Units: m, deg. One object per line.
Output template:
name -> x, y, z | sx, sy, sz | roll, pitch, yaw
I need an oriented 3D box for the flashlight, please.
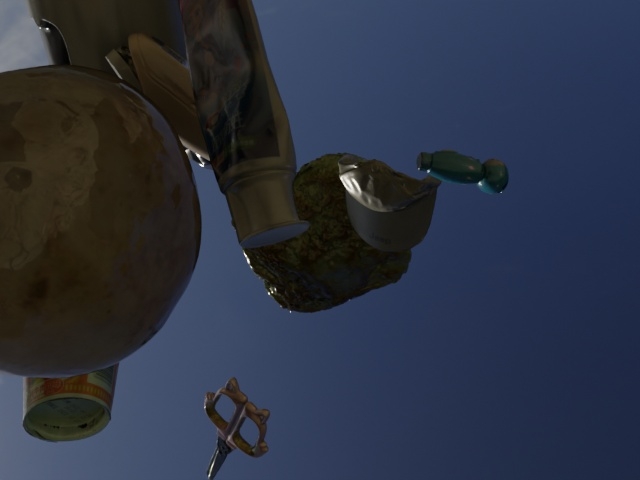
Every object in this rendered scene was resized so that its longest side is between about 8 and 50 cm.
flashlight -> 0.196, -0.095, 0.823 | 0.128, 0.051, 0.051 | 9, -139, -8

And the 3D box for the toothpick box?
toothpick box -> -0.279, -0.283, 0.849 | 0.228, 0.317, 0.229 | -4, -155, 2

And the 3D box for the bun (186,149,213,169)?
bun -> -0.215, -0.247, 1.386 | 0.272, 0.273, 0.169 | 3, -99, 24

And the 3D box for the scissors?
scissors -> -0.181, 0.386, 1.166 | 0.160, 0.318, 0.024 | 39, -139, 14

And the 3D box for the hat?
hat -> 0.123, -0.064, 1.219 | 0.214, 0.245, 0.149 | 14, -152, 22

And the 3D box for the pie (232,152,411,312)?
pie -> 0.026, 0.000, 1.478 | 0.417, 0.395, 0.180 | -26, -153, 24

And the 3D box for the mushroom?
mushroom -> -0.275, -0.017, 0.579 | 0.289, 0.298, 0.298 | 1, -136, 30

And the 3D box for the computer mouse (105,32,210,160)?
computer mouse -> -0.153, -0.160, 0.742 | 0.082, 0.236, 0.145 | -52, -157, 10

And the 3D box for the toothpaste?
toothpaste -> -0.071, -0.127, 0.488 | 0.061, 0.266, 0.096 | -5, 164, -41

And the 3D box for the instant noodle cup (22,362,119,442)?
instant noodle cup -> -0.370, 0.189, 0.895 | 0.168, 0.168, 0.185 | -19, -134, 1
